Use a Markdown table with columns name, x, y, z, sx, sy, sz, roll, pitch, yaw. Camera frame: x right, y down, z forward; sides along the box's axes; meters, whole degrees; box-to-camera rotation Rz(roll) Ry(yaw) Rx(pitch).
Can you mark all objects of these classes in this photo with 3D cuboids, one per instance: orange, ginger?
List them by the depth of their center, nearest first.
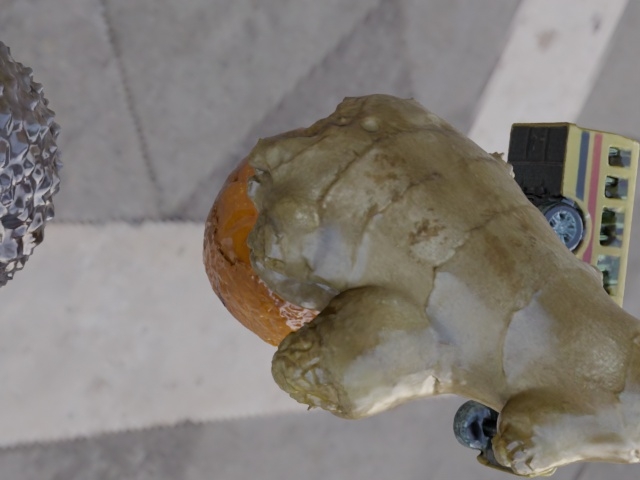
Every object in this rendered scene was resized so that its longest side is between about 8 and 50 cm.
| name | x | y | z | sx | sy | sz | roll | pitch | yaw |
| --- | --- | --- | --- | --- | --- | --- | --- | --- | --- |
| ginger | 0.098 | 0.042 | 1.341 | 0.236 | 0.375 | 0.166 | -16 | 129 | -37 |
| orange | 0.000 | 0.000 | 1.637 | 0.193 | 0.193 | 0.161 | -51 | 148 | -14 |

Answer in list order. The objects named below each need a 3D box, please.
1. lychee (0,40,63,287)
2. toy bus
| name | x | y | z | sx | sy | sz | roll | pitch | yaw |
| --- | --- | --- | --- | --- | --- | --- | --- | --- | --- |
| lychee | -0.338 | -0.054 | 1.445 | 0.300 | 0.300 | 0.300 | -36 | 142 | -34 |
| toy bus | 0.222 | 0.057 | 1.914 | 0.123 | 0.121 | 0.335 | 6 | 90 | -27 |
